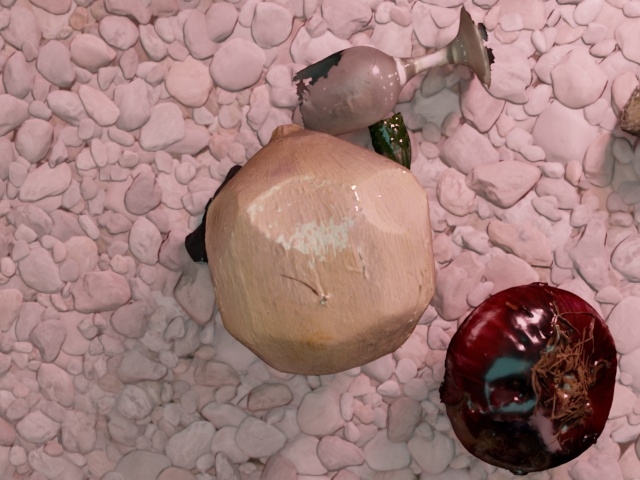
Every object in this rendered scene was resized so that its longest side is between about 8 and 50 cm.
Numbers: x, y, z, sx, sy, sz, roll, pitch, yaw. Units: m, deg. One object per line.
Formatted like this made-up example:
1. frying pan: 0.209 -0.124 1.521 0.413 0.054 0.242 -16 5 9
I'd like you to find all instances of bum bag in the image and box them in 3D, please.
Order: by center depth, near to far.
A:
1. bum bag: -0.175 -0.043 1.056 0.087 0.049 0.198 40 102 40

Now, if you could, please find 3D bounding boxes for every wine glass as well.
1. wine glass: 0.114 -0.266 0.959 0.320 0.143 0.144 -19 93 8

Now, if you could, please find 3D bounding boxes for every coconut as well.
1. coconut: 0.000 0.000 0.900 0.345 0.346 0.361 -6 101 7

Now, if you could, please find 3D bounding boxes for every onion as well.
1. onion: 0.330 0.219 0.947 0.313 0.232 0.314 -2 97 -19

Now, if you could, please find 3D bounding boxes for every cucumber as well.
1. cucumber: 0.127 -0.162 1.019 0.067 0.035 0.108 -19 95 6

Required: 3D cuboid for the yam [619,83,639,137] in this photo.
1. yam: 0.623 -0.185 0.908 0.254 0.154 0.154 29 98 6
